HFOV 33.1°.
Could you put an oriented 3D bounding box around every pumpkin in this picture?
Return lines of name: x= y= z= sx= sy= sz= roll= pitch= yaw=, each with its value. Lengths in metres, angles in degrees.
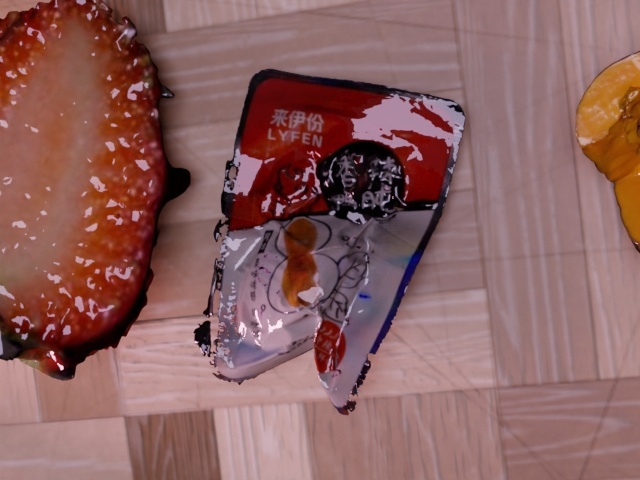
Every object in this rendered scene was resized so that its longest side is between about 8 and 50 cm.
pumpkin: x=0.270 y=-0.060 z=0.804 sx=0.119 sy=0.107 sz=0.183 roll=-26 pitch=95 yaw=20

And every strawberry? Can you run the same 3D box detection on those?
strawberry: x=-0.230 y=-0.047 z=0.924 sx=0.233 sy=0.138 sz=0.306 roll=27 pitch=73 yaw=-9

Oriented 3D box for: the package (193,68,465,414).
package: x=0.000 y=0.000 z=0.895 sx=0.194 sy=0.071 sz=0.269 roll=12 pitch=83 yaw=9
